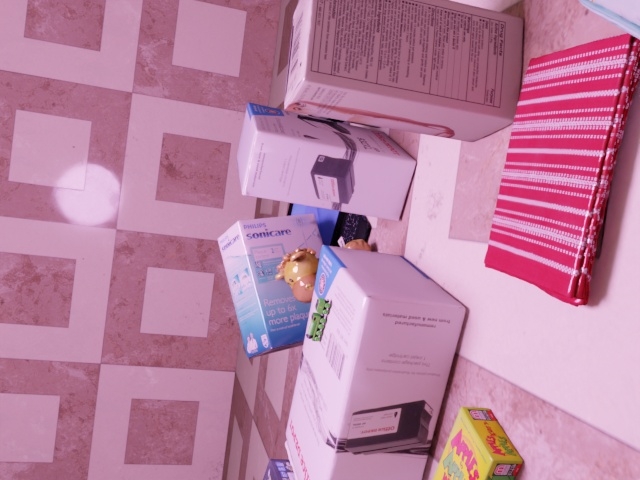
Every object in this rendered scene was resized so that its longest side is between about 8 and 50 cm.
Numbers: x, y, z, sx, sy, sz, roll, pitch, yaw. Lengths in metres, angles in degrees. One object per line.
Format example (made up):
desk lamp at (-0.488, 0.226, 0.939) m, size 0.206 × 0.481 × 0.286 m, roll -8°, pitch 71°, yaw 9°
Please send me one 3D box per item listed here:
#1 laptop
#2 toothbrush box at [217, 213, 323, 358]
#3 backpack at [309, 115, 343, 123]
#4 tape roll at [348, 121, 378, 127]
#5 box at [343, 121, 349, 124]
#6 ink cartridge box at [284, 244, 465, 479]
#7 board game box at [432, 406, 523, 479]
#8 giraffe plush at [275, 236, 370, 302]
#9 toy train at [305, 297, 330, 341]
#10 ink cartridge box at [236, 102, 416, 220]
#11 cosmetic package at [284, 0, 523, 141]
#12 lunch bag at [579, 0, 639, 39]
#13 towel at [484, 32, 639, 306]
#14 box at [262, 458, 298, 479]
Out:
laptop at (0.000, 0.000, 1.411) m, size 0.264 × 0.136 × 0.235 m, roll -108°, pitch 28°, yaw -59°
toothbrush box at (-0.089, 0.100, 1.358) m, size 0.126 × 0.216 × 0.296 m, roll -34°, pitch 68°, yaw 51°
backpack at (0.022, -0.324, 1.240) m, size 0.182 × 0.115 × 0.152 m, roll -147°, pitch 67°, yaw -71°
tape roll at (0.113, -0.362, 1.275) m, size 0.219 × 0.072 × 0.219 m, roll -173°, pitch 90°, yaw -74°
box at (0.037, -0.267, 1.583) m, size 0.145 × 0.038 × 0.186 m, roll 177°, pitch 100°, yaw -75°
ink cartridge box at (0.070, 0.239, 0.983) m, size 0.285 × 0.166 × 0.395 m, roll -129°, pitch 49°, yaw -71°
board game box at (0.188, 0.315, 0.745) m, size 0.092 × 0.043 × 0.182 m, roll -113°, pitch 33°, yaw -62°
giraffe plush at (0.002, 0.070, 1.236) m, size 0.210 × 0.170 × 0.182 m, roll -121°, pitch 39°, yaw -46°
toy train at (-0.004, 0.129, 0.942) m, size 0.017 × 0.023 × 0.083 m, roll -108°, pitch 31°, yaw -61°
ink cartridge box at (0.001, -0.157, 1.147) m, size 0.223 × 0.307 × 0.129 m, roll -114°, pitch 36°, yaw -63°
cosmetic package at (0.110, -0.240, 0.797) m, size 0.129 × 0.295 × 0.153 m, roll 160°, pitch 117°, yaw -75°
lunch bag at (0.315, -0.274, 0.407) m, size 0.224 × 0.107 × 0.279 m, roll -101°, pitch 23°, yaw -50°
towel at (0.265, -0.079, 0.661) m, size 0.199 × 0.031 × 0.275 m, roll -143°, pitch 62°, yaw -75°
box at (0.017, 0.470, 0.996) m, size 0.059 × 0.183 × 0.232 m, roll -72°, pitch 23°, yaw 12°
